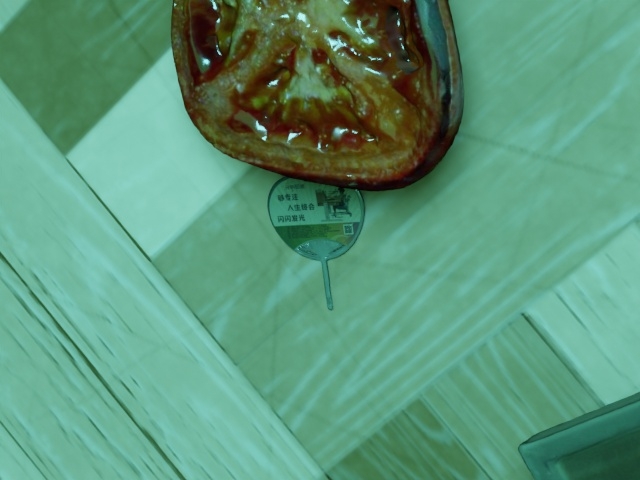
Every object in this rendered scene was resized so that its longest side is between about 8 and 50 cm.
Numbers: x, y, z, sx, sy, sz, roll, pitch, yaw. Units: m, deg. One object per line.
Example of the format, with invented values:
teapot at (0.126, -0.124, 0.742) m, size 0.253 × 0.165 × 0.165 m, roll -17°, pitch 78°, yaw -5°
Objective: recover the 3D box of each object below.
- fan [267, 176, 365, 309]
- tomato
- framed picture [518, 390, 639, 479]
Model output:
fan at (0.005, -0.007, 0.994) m, size 0.060 × 0.003 × 0.080 m, roll -35°, pitch 88°, yaw 27°
tomato at (0.009, -0.122, 0.919) m, size 0.166 × 0.082 × 0.174 m, roll 11°, pitch 112°, yaw 24°
framed picture at (0.345, 0.233, 0.878) m, size 0.326 × 0.028 × 0.446 m, roll -26°, pitch 98°, yaw 27°
